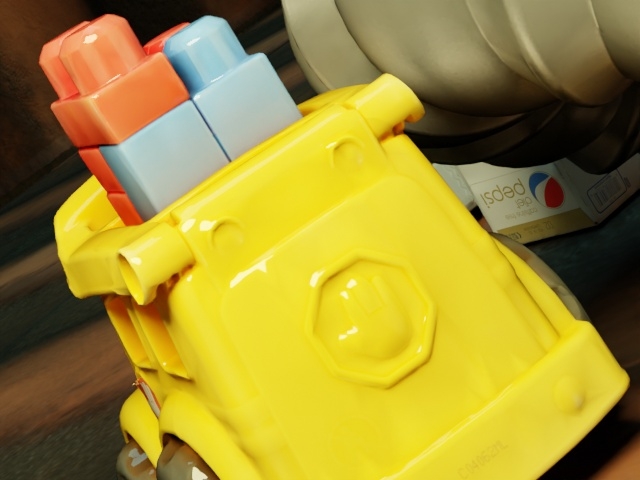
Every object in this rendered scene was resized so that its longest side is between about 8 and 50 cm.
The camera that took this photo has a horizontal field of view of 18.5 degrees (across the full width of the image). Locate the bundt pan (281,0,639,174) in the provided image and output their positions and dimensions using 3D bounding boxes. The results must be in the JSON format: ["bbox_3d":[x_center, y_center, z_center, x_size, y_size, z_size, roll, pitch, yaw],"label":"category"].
[{"bbox_3d":[0.134,-0.097,0.718,0.331,0.124,0.331,-2,-6,0],"label":"bundt pan"}]

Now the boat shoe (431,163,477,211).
[{"bbox_3d":[0.000,0.000,1.057,0.302,0.109,0.094,-28,-10,-42],"label":"boat shoe"}]

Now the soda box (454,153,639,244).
[{"bbox_3d":[0.163,-0.082,0.999,0.216,0.069,0.074,-37,11,-34],"label":"soda box"}]

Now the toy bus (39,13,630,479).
[{"bbox_3d":[-0.028,0.012,0.701,0.149,0.211,0.220,-36,9,-16],"label":"toy bus"}]
